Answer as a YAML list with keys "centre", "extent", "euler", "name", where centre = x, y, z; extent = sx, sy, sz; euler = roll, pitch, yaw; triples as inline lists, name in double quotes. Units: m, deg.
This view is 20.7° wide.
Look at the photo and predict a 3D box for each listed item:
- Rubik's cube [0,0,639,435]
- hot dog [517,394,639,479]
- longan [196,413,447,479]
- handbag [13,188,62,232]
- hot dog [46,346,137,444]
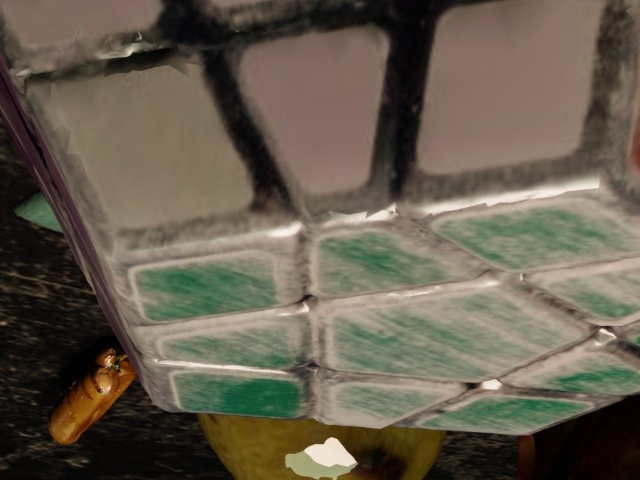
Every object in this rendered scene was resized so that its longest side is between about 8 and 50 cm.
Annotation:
- centre: [0.029, -0.094, 0.509]
  extent: [0.319, 0.319, 0.264]
  euler: [7, 129, -13]
  name: "Rubik's cube"
- centre: [0.212, 0.014, 0.551]
  extent: [0.387, 0.267, 0.174]
  euler: [-27, 116, 35]
  name: "hot dog"
- centre: [-0.004, 0.091, 1.058]
  extent: [0.176, 0.145, 0.155]
  euler: [31, 156, 49]
  name: "longan"
- centre: [0.041, -0.023, 0.823]
  extent: [0.274, 0.100, 0.268]
  euler: [-27, 144, 32]
  name: "handbag"
- centre: [-0.157, 0.102, 1.183]
  extent: [0.037, 0.049, 0.122]
  euler: [42, 142, 1]
  name: "hot dog"
